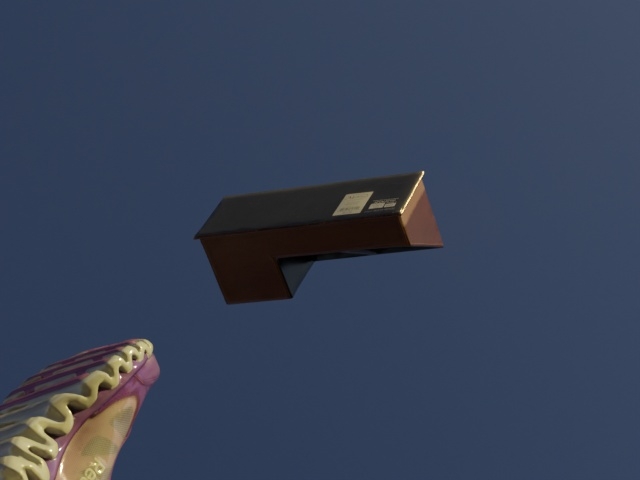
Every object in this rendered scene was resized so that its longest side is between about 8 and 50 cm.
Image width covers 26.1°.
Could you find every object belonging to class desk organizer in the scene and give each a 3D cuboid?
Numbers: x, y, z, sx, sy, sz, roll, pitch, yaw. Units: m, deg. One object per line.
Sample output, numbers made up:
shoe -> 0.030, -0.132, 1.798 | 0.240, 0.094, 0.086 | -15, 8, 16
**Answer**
desk organizer -> 0.000, 0.000, 0.790 | 0.047, 0.130, 0.050 | -59, -45, -51

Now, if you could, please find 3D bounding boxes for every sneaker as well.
sneaker -> -0.165, 0.152, 0.878 | 0.104, 0.095, 0.236 | 59, -148, -16
